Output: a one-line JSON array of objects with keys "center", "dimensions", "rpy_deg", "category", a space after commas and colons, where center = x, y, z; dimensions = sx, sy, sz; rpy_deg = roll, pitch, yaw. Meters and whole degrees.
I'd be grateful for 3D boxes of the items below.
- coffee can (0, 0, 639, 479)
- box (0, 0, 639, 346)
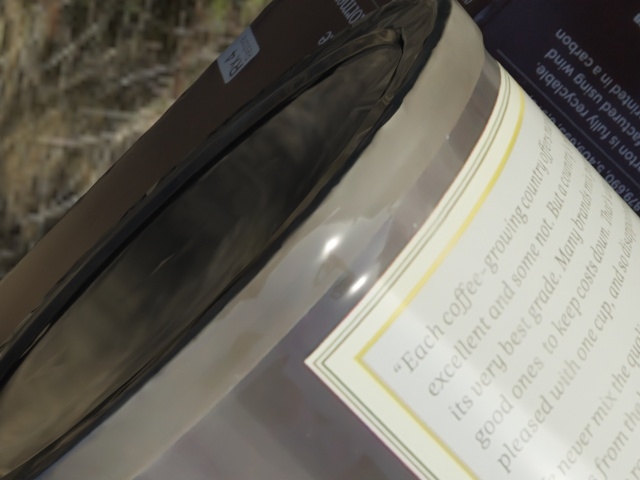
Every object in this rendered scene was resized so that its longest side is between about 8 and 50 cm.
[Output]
[{"center": [0.051, 0.099, 0.493], "dimensions": [0.275, 0.201, 0.201], "rpy_deg": [46, 147, -12], "category": "coffee can"}, {"center": [0.000, 0.000, 0.793], "dimensions": [0.143, 0.191, 0.381], "rpy_deg": [39, 101, -25], "category": "box"}]
